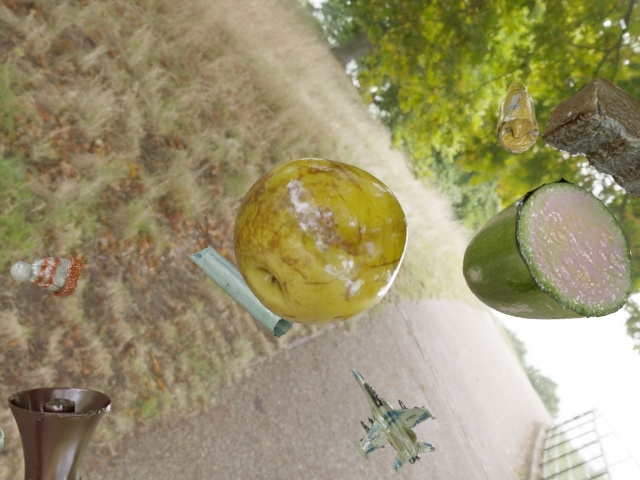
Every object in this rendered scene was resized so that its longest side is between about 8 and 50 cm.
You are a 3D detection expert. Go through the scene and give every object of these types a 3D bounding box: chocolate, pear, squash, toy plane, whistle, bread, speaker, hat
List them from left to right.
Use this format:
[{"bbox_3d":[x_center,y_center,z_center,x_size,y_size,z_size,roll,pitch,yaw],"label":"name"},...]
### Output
[{"bbox_3d":[-0.538,0.464,1.245,0.259,0.198,0.330,57,39,-82],"label":"speaker"},{"bbox_3d":[-0.691,0.082,1.622,0.162,0.112,0.094,20,23,-37],"label":"hat"},{"bbox_3d":[-0.183,0.106,1.460,0.312,0.062,0.062,36,-13,32],"label":"whistle"},{"bbox_3d":[0.000,0.000,1.035,0.281,0.280,0.281,-24,90,-86],"label":"pear"},{"bbox_3d":[0.143,0.395,1.466,0.262,0.192,0.088,48,-25,44],"label":"toy plane"},{"bbox_3d":[0.399,-0.263,1.326,0.086,0.085,0.219,64,26,-28],"label":"chocolate"},{"bbox_3d":[0.470,0.067,1.450,0.310,0.310,0.309,67,-30,14],"label":"squash"},{"bbox_3d":[0.677,-0.165,1.330,0.416,0.113,0.165,29,-19,-7],"label":"bread"}]

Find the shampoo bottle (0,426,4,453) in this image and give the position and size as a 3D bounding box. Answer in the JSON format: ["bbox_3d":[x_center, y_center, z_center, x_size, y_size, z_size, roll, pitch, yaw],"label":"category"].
[{"bbox_3d":[-0.473,0.276,0.869,0.204,0.065,0.065,127,-59,-76],"label":"shampoo bottle"}]
